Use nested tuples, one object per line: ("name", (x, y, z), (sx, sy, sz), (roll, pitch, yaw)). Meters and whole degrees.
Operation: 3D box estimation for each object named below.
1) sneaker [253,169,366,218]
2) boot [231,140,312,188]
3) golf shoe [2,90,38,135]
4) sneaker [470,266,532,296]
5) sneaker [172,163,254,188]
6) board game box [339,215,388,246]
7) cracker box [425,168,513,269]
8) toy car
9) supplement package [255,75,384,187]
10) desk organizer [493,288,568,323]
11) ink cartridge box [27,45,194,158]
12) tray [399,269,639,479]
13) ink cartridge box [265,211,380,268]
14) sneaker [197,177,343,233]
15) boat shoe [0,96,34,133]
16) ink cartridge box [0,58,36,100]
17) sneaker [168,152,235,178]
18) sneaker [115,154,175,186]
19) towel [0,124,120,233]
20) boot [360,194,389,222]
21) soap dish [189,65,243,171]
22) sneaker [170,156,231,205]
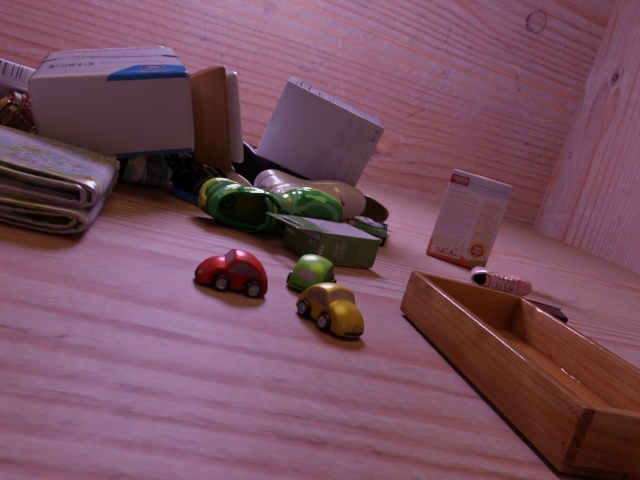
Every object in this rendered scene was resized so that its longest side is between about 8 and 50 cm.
("sneaker", (0.001, -0.067, 1.382), (0.292, 0.108, 0.169), (7, 31, -29))
("boot", (-0.107, -0.177, 1.676), (0.377, 0.138, 0.284), (27, 15, 27))
("golf shoe", (-0.703, -0.308, 1.510), (0.140, 0.115, 0.306), (11, 12, -44))
("sneaker", (0.388, 0.094, 1.297), (0.134, 0.051, 0.070), (17, 12, 21))
("sneaker", (-0.234, -0.120, 1.395), (0.212, 0.080, 0.094), (23, -10, 13))
("board game box", (0.111, -0.035, 1.591), (0.136, 0.030, 0.260), (20, 11, 5))
("cracker box", (0.383, -0.053, 1.542), (0.155, 0.232, 0.067), (20, 11, 12))
("toy car", (-0.029, 0.053, 0.843), (0.239, 0.053, 0.225), (20, 11, 14))
("supplement package", (-0.002, -0.272, 1.545), (0.262, 0.199, 0.198), (25, 17, -8))
("desk organizer", (0.370, 0.133, 1.074), (0.130, 0.047, 0.050), (17, 13, 0))
("ink cartridge box", (-0.437, -0.307, 1.282), (0.285, 0.166, 0.395), (-7, 26, -15))
("tray", (0.270, 0.151, 0.752), (0.203, 0.076, 0.411), (14, 12, -16))
("ink cartridge box", (0.000, 0.000, 1.136), (0.209, 0.062, 0.109), (7, 14, -41))
("sneaker", (-0.093, -0.051, 1.186), (0.295, 0.109, 0.123), (5, 20, -20))
("boat shoe", (-0.592, -0.201, 1.136), (0.073, 0.073, 0.207), (40, -24, -20))
("ink cartridge box", (-0.757, -0.393, 1.689), (0.324, 0.071, 0.330), (14, -7, -19))
("sneaker", (-0.318, -0.174, 1.501), (0.217, 0.079, 0.121), (8, 21, -14))
("sneaker", (-0.408, -0.184, 1.393), (0.122, 0.110, 0.283), (19, 18, -25))
("towel", (-0.487, -0.113, 0.912), (0.320, 0.090, 0.374), (17, 10, -18))
("boot", (0.145, -0.105, 1.875), (0.213, 0.077, 0.165), (20, 9, 30))
("soap dish", (-0.261, -0.298, 1.430), (0.118, 0.229, 0.291), (-6, 17, -13))
("sneaker", (-0.220, -0.111, 1.288), (0.232, 0.090, 0.081), (20, 11, 17))
